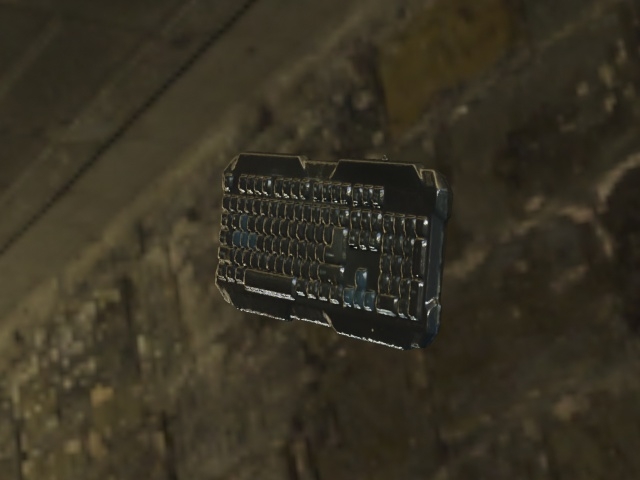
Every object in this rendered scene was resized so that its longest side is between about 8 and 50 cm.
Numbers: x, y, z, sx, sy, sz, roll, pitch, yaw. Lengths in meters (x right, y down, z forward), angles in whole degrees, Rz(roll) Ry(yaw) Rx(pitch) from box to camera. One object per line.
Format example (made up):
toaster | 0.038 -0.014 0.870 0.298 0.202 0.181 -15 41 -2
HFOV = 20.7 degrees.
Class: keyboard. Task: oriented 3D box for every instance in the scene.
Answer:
keyboard | -0.001 0.000 1.040 0.016 0.106 0.262 5 -178 -30
